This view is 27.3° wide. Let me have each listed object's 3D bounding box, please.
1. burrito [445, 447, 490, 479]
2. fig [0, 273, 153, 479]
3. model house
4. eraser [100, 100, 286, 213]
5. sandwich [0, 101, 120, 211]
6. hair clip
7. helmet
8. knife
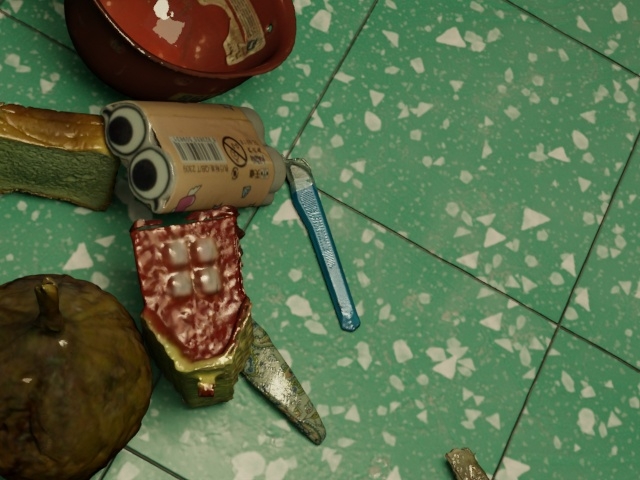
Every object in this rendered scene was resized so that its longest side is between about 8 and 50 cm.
[{"bbox_3d":[0.237,0.374,1.905,0.051,0.042,0.171,-26,78,-33],"label":"burrito"},{"bbox_3d":[-0.359,0.145,1.669,0.286,0.368,0.286,2,63,-4],"label":"fig"},{"bbox_3d":[-0.170,0.109,1.812,0.160,0.196,0.254,-6,67,-5],"label":"model house"},{"bbox_3d":[-0.172,-0.125,1.886,0.290,0.087,0.171,-8,68,-60],"label":"eraser"},{"bbox_3d":[-0.390,-0.117,1.863,0.215,0.186,0.065,8,62,-15],"label":"sandwich"},{"bbox_3d":[-0.067,0.198,1.898,0.066,0.036,0.229,-37,81,-18],"label":"hair clip"},{"bbox_3d":[-0.245,-0.326,1.943,0.385,0.230,0.337,-23,80,-46],"label":"helmet"},{"bbox_3d":[0.000,0.001,2.005,0.044,0.026,0.296,-14,75,-17],"label":"knife"}]
